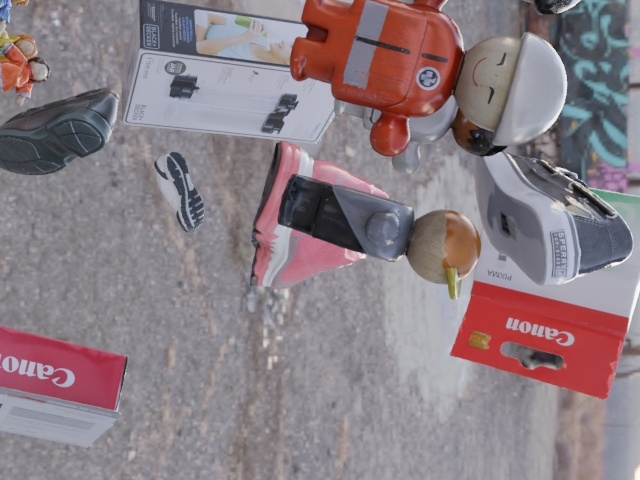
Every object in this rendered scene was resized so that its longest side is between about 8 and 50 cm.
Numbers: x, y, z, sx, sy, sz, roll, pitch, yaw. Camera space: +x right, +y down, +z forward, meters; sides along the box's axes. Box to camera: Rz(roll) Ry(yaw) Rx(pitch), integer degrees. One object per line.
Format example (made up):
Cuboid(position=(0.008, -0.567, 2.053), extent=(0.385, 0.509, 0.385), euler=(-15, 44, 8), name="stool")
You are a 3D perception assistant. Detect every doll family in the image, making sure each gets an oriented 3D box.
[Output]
Cuboid(position=(-0.503, -0.337, 1.298), extent=(0.163, 0.118, 0.263), euler=(-31, 123, -46), name="doll family")

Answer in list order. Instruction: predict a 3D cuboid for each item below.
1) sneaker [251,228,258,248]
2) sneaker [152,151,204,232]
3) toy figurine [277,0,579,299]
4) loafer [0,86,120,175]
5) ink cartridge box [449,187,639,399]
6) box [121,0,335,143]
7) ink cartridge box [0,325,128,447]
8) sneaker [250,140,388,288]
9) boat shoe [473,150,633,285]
Cuboid(position=(-0.057, -0.004, 1.492), extent=(0.052, 0.135, 0.058), euler=(-64, -158, 22), name="sneaker")
Cuboid(position=(-0.186, -0.062, 1.118), extent=(0.040, 0.044, 0.109), euler=(-28, 106, -45), name="sneaker")
Cuboid(position=(0.073, -0.094, 0.543), extent=(0.209, 0.148, 0.213), euler=(99, 10, -47), name="toy figurine")
Cuboid(position=(-0.395, -0.163, 1.277), extent=(0.096, 0.268, 0.084), euler=(50, 47, -37), name="loafer")
Cuboid(position=(0.257, 0.041, 0.946), extent=(0.224, 0.181, 0.056), euler=(-65, 152, -23), name="ink cartridge box")
Cuboid(position=(-0.115, -0.223, 1.167), extent=(0.169, 0.290, 0.087), euler=(125, -36, -57), name="box")
Cuboid(position=(-0.497, 0.233, 1.434), extent=(0.272, 0.309, 0.130), euler=(-40, -142, 53), name="ink cartridge box")
Cuboid(position=(0.000, 0.000, 0.934), extent=(0.314, 0.136, 0.116), euler=(105, 0, -75), name="sneaker")
Cuboid(position=(0.178, -0.029, 0.677), extent=(0.228, 0.076, 0.080), euler=(-105, -173, -74), name="boat shoe")
